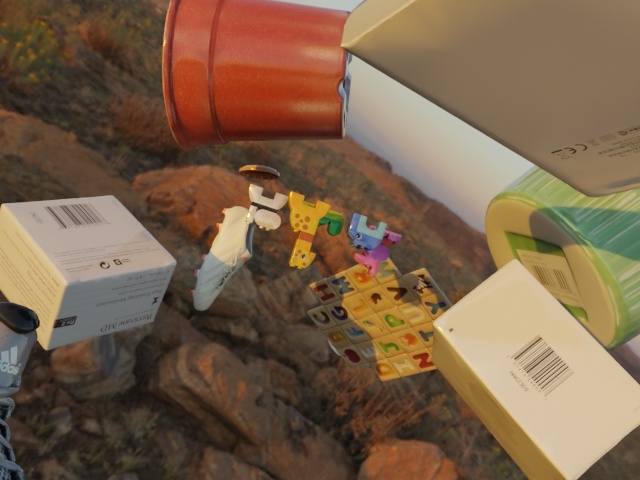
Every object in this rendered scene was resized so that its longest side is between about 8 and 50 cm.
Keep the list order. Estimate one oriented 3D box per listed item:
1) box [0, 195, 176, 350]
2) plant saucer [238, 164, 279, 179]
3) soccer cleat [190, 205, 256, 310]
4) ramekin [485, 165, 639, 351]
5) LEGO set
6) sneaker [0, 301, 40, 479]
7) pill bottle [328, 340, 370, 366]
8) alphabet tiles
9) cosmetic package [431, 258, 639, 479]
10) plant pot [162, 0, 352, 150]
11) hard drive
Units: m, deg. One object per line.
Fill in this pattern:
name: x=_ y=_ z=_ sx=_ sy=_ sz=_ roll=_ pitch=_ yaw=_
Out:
box: x=-0.340 y=0.036 z=0.909 sx=0.182 sy=0.119 sz=0.181 roll=41 pitch=30 yaw=25
plant saucer: x=-0.125 y=-0.141 z=1.308 sx=0.083 sy=0.013 sz=0.083 roll=6 pitch=-7 yaw=1
soccer cleat: x=-0.162 y=0.034 z=1.108 sx=0.076 sy=0.196 sz=0.068 roll=20 pitch=-11 yaw=8
ramekin: x=0.382 y=0.014 z=0.931 sx=0.303 sy=0.148 sz=0.303 roll=54 pitch=-13 yaw=18
LEGO set: x=0.000 y=0.000 z=0.867 sx=0.227 sy=0.093 sz=0.087 roll=18 pitch=-5 yaw=-8
sneaker: x=-0.173 y=0.096 z=0.309 sx=0.228 sy=0.132 sz=0.086 roll=18 pitch=-18 yaw=37
pill bottle: x=0.145 y=0.241 z=1.608 sx=0.161 sy=0.161 sz=0.283 roll=47 pitch=12 yaw=32
alphabet tiles: x=0.134 y=0.173 z=1.345 sx=0.285 sy=0.342 sz=0.011 roll=53 pitch=44 yaw=-13
cosmetic package: x=0.264 y=0.177 z=0.815 sx=0.224 sy=0.138 sz=0.225 roll=51 pitch=-8 yaw=22
plant pot: x=-0.084 y=-0.275 z=1.035 sx=0.265 sy=0.272 sz=0.272 roll=4 pitch=9 yaw=5
hard drive: x=0.197 y=-0.122 z=0.475 sx=0.307 sy=0.040 sz=0.203 roll=23 pitch=-21 yaw=-29
